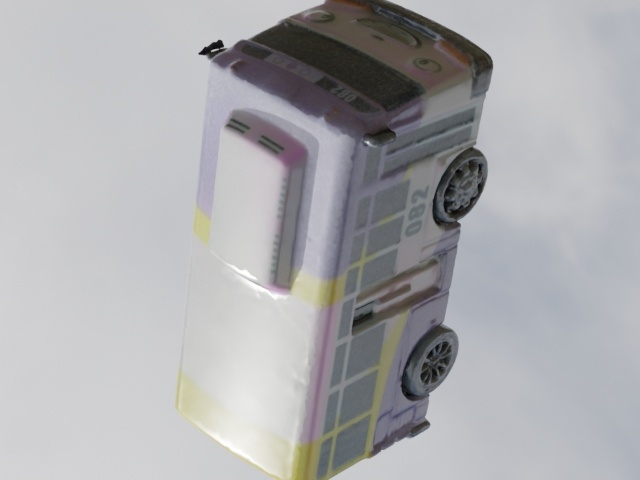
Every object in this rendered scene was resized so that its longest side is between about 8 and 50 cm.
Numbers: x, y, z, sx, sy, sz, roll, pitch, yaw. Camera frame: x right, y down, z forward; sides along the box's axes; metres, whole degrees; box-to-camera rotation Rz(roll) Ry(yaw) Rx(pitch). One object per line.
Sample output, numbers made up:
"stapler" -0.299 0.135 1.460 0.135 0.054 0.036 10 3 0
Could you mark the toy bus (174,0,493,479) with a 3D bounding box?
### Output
"toy bus" 0.000 0.000 0.421 0.052 0.102 0.058 29 -144 32
